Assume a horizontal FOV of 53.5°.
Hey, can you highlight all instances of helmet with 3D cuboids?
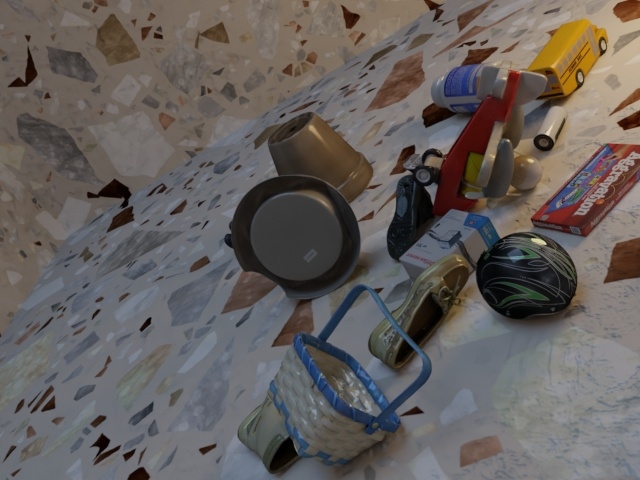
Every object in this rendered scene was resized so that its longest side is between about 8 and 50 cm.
[{"bbox_3d":[0.398,0.064,1.214,0.169,0.169,0.161,-52,13,-32],"label":"helmet"}]

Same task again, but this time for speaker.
[{"bbox_3d":[0.612,-0.299,1.687,0.055,0.055,0.136,-7,36,45],"label":"speaker"}]

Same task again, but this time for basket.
[{"bbox_3d":[0.051,0.253,1.195,0.289,0.201,0.255,-53,39,15],"label":"basket"}]

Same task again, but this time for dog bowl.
[{"bbox_3d":[-0.060,-0.019,1.712,0.349,0.349,0.102,-27,14,17],"label":"dog bowl"}]

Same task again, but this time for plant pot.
[{"bbox_3d":[-0.025,-0.270,2.155,0.323,0.280,0.323,-27,26,14],"label":"plant pot"}]

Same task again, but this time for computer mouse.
[{"bbox_3d":[0.330,-0.222,1.918,0.106,0.042,0.193,-47,33,-13],"label":"computer mouse"}]

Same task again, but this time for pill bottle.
[{"bbox_3d":[0.488,-0.493,2.062,0.152,0.152,0.272,-43,27,-17],"label":"pill bottle"}]

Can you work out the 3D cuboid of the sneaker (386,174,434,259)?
[{"bbox_3d":[0.246,-0.046,1.680,0.087,0.130,0.227,-5,66,39],"label":"sneaker"}]

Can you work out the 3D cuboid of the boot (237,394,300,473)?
[{"bbox_3d":[-0.065,0.370,1.328,0.213,0.077,0.165,-47,27,-13],"label":"boot"}]

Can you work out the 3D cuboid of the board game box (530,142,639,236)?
[{"bbox_3d":[0.612,-0.120,1.411,0.281,0.027,0.145,-42,28,-15],"label":"board game box"}]

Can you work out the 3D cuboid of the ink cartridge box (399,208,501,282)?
[{"bbox_3d":[0.301,0.024,1.478,0.191,0.082,0.139,-41,26,-15],"label":"ink cartridge box"}]

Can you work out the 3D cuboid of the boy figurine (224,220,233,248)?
[{"bbox_3d":[-0.202,-0.043,2.180,0.285,0.092,0.177,-11,53,38],"label":"boy figurine"}]

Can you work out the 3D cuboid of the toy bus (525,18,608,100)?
[{"bbox_3d":[0.729,-0.541,1.876,0.108,0.130,0.332,1,43,51],"label":"toy bus"}]

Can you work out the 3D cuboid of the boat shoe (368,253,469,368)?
[{"bbox_3d":[0.225,0.152,1.338,0.285,0.104,0.089,-49,31,-5],"label":"boat shoe"}]

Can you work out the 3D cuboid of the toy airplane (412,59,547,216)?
[{"bbox_3d":[0.435,-0.238,1.551,0.386,0.272,0.384,-56,-3,-11],"label":"toy airplane"}]
